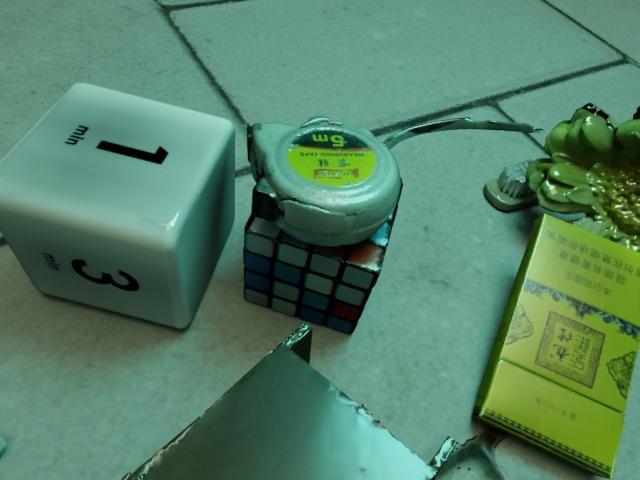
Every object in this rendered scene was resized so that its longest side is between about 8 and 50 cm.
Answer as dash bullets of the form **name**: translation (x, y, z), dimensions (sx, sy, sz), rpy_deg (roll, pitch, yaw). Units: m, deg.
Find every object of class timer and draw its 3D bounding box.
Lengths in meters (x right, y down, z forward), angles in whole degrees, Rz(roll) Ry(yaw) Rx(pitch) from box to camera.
- **timer**: translation (-0.220, -0.038, 0.563), dimensions (0.194, 0.192, 0.194), rpy_deg (14, 51, 0)

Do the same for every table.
- **table**: translation (-0.021, 0.221, 0.412), dimensions (0.169, 0.173, 0.193), rpy_deg (34, 52, 25)

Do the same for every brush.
- **brush**: translation (0.432, -0.120, 0.836), dimensions (0.327, 0.065, 0.070), rpy_deg (-13, 54, -21)

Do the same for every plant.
- **plant**: translation (0.488, -0.070, 0.676), dimensions (0.296, 0.261, 0.306), rpy_deg (-16, 73, -25)

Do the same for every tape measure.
- **tape measure**: translation (0.088, -0.068, 0.521), dimensions (0.330, 0.084, 0.164), rpy_deg (-1, 55, -9)

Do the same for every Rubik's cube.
- **Rubik's cube**: translation (0.000, 0.000, 0.604), dimensions (0.155, 0.151, 0.154), rpy_deg (19, 51, 3)

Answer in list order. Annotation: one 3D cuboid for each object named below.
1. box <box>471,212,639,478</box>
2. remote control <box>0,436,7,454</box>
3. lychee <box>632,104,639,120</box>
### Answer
- **box**: translation (0.303, 0.116, 0.589), dimensions (0.153, 0.041, 0.279), rpy_deg (24, 71, 6)
- **remote control**: translation (-0.371, 0.237, 0.429), dimensions (0.061, 0.029, 0.162), rpy_deg (31, 49, 11)
- **lychee**: translation (0.682, -0.218, 0.883), dimensions (0.194, 0.194, 0.195), rpy_deg (5, 52, -7)
